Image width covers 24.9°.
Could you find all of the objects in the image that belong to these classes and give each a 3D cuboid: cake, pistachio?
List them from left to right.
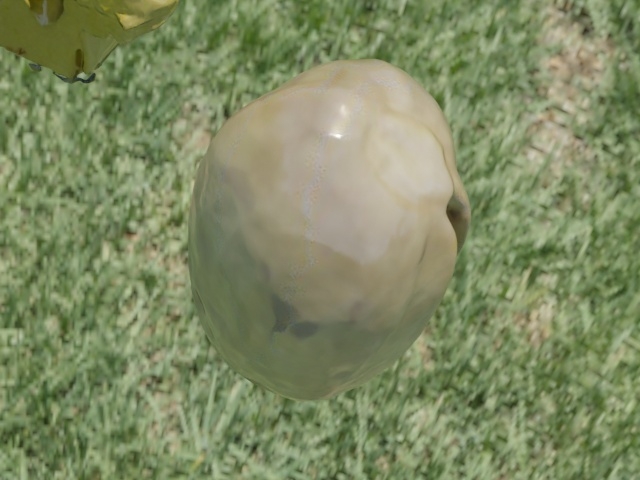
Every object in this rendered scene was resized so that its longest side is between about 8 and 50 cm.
[{"bbox_3d":[-0.229,-0.300,1.357,0.286,0.222,0.227,25,53,7],"label":"cake"},{"bbox_3d":[0.000,0.000,1.001,0.187,0.299,0.187,7,54,-9],"label":"pistachio"}]
